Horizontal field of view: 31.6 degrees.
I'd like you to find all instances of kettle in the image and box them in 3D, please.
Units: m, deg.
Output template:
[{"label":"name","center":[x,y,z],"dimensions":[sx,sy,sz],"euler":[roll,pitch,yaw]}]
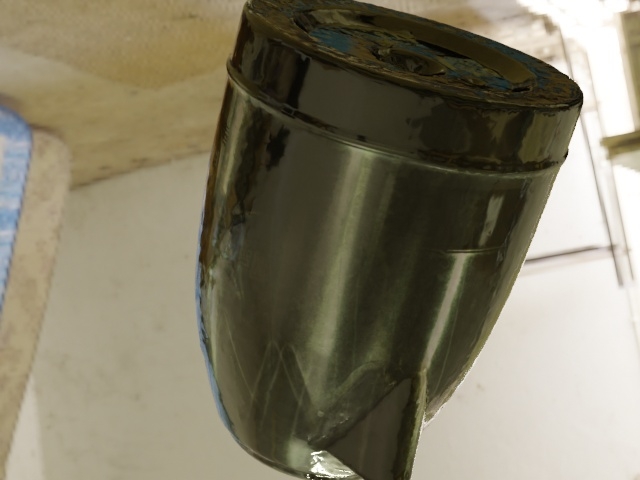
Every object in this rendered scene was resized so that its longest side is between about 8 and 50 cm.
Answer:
[{"label":"kettle","center":[0.000,0.000,0.814],"dimensions":[0.228,0.324,0.321],"euler":[0,-154,-34]}]
